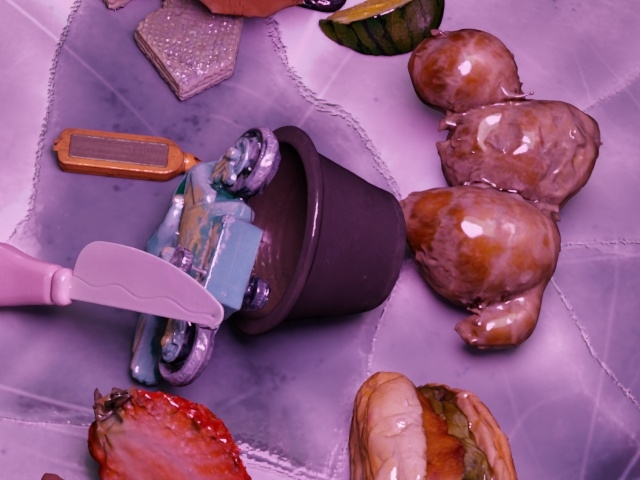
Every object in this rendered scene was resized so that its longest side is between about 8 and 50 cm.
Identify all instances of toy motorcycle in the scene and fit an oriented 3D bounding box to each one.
[{"bbox_3d":[-0.139,0.016,1.519,0.109,0.198,0.296,25,72,-29],"label":"toy motorcycle"}]

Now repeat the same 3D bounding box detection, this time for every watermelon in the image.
[{"bbox_3d":[0.102,-0.283,1.791,0.181,0.075,0.092,-29,28,-24],"label":"watermelon"}]

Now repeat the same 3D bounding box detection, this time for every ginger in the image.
[{"bbox_3d":[0.200,-0.054,1.616,0.256,0.176,0.375,17,70,-24],"label":"ginger"}]

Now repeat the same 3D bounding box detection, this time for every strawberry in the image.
[{"bbox_3d":[-0.136,0.232,1.439,0.236,0.175,0.106,60,29,-16],"label":"strawberry"}]

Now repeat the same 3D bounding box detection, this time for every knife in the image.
[{"bbox_3d":[-0.240,0.040,1.463,0.336,0.043,0.081,4,93,27],"label":"knife"}]

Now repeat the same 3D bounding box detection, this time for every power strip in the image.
[{"bbox_3d":[-0.226,-0.099,1.639,0.178,0.028,0.049,5,62,-7],"label":"power strip"}]

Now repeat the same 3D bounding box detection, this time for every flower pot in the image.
[{"bbox_3d":[0.000,0.000,1.546,0.148,0.235,0.235,12,60,-28],"label":"flower pot"}]

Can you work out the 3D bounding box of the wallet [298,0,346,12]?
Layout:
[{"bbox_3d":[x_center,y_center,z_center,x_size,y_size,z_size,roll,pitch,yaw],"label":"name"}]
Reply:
[{"bbox_3d":[-0.016,-0.451,1.848,0.172,0.045,0.318,14,63,-2],"label":"wallet"}]

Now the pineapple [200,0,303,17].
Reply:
[{"bbox_3d":[-0.087,-0.463,1.711,0.223,0.223,0.357,1,55,-10],"label":"pineapple"}]

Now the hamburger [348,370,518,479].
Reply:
[{"bbox_3d":[0.121,0.281,1.412,0.162,0.209,0.330,4,65,-8],"label":"hamburger"}]

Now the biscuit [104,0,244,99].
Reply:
[{"bbox_3d":[-0.187,-0.300,1.738,0.147,0.046,0.250,-29,72,-23],"label":"biscuit"}]

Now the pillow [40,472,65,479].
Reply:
[{"bbox_3d":[-0.233,0.427,1.326,0.305,0.108,0.308,32,63,8],"label":"pillow"}]
